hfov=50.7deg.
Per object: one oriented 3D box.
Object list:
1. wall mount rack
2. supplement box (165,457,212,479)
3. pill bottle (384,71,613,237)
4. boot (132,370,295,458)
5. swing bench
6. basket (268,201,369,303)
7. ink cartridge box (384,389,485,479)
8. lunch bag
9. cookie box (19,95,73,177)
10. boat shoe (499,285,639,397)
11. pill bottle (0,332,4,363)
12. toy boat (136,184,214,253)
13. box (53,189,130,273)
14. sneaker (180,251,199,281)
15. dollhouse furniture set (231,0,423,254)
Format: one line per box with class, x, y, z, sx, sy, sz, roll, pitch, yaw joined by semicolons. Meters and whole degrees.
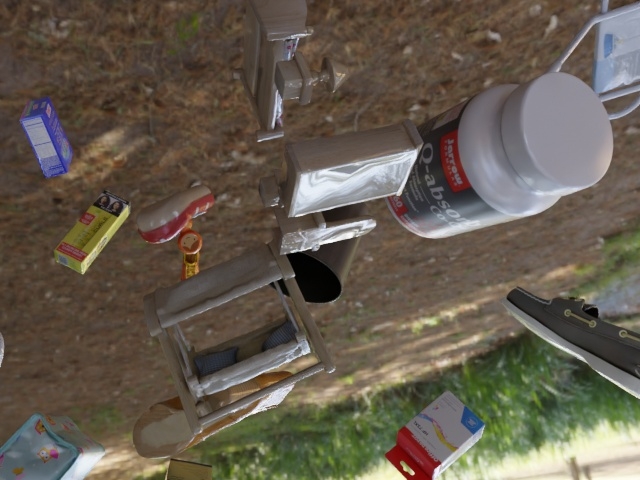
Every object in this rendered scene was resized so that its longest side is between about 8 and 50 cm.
wall mount rack;0.529;-0.303;1.226;0.304;0.130;0.350;-18;140;4
supplement box;-0.249;0.458;1.261;0.083;0.056;0.083;13;-171;-10
pill bottle;0.271;-0.130;1.101;0.210;0.210;0.363;2;170;-24
boot;-0.202;0.338;1.322;0.295;0.104;0.211;-32;159;26
swing bench;-0.143;0.153;1.164;0.253;0.254;0.165;-24;175;-6
basket;0.000;0.000;1.439;0.205;0.227;0.154;7;134;29
ink cartridge box;0.289;0.508;1.723;0.231;0.134;0.078;-33;145;-25
lunch bag;-0.587;0.491;1.359;0.262;0.160;0.223;-51;173;-16
cookie box;-0.454;-0.172;1.124;0.040;0.092;0.107;-15;122;-5
boat shoe;0.420;0.144;1.079;0.109;0.305;0.091;32;93;-39
pill bottle;-0.850;0.252;1.542;0.119;0.119;0.209;-26;154;36
toy boat;-0.336;-0.037;1.639;0.151;0.151;0.231;-21;-172;19
box;-0.605;-0.026;1.803;0.087;0.232;0.058;27;145;3
sneaker;-0.394;0.097;2.035;0.064;0.175;0.067;-3;171;-6
dollhouse furniture set;-0.017;-0.211;0.966;0.174;0.355;0.303;-12;152;-17
